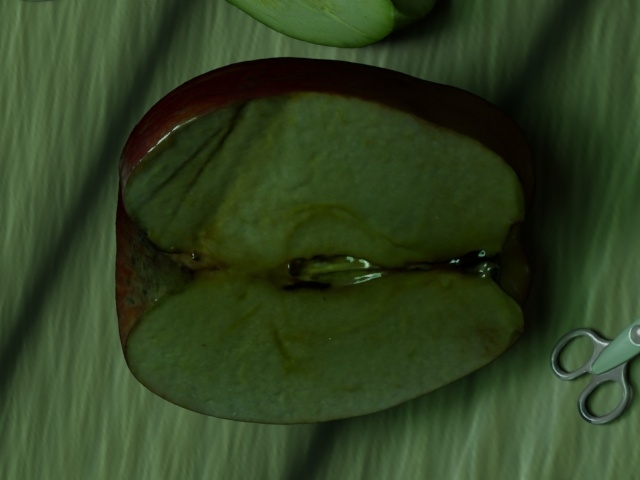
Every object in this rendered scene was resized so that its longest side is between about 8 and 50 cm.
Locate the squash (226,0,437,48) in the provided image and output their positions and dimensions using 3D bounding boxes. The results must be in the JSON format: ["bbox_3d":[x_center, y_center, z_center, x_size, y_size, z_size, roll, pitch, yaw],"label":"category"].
[{"bbox_3d":[-0.012,-0.213,1.693,0.252,0.093,0.169,-20,36,33],"label":"squash"}]

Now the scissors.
[{"bbox_3d":[0.270,0.083,1.561,0.176,0.022,0.085,-43,67,31],"label":"scissors"}]

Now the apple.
[{"bbox_3d":[0.000,0.000,1.556,0.365,0.329,0.295,-3,81,2],"label":"apple"}]
